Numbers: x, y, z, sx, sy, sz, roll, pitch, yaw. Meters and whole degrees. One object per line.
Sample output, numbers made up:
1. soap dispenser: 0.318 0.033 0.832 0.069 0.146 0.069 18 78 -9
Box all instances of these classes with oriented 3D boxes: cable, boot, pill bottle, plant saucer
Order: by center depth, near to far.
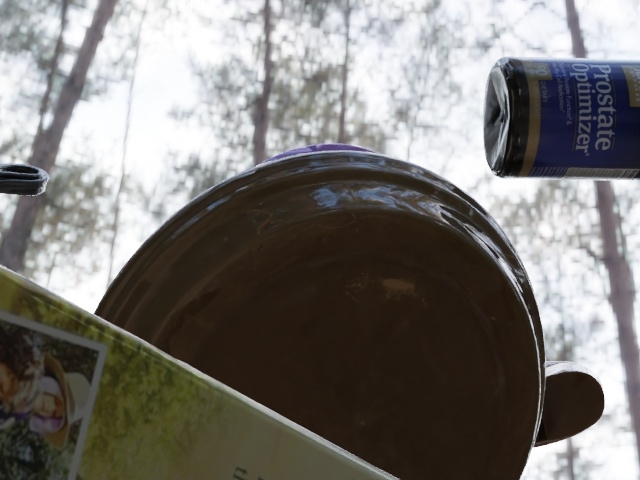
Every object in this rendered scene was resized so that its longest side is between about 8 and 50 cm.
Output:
1. plant saucer: 0.006 0.092 0.728 0.278 0.041 0.278 -8 -72 -24
2. pill bottle: 0.280 -0.120 1.404 0.219 0.123 0.123 0 -43 -8
3. boot: 0.142 0.174 1.420 0.283 0.109 0.220 -16 -6 2
4. cable: -0.468 -0.061 1.870 0.139 0.287 0.072 15 -80 9

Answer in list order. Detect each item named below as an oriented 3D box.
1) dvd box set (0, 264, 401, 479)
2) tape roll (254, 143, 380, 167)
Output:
1. dvd box set: -0.096 0.166 0.335 0.420 0.307 0.062 32 -23 -31
2. tape roll: 0.000 0.000 1.879 0.275 0.275 0.090 -4 -40 9
